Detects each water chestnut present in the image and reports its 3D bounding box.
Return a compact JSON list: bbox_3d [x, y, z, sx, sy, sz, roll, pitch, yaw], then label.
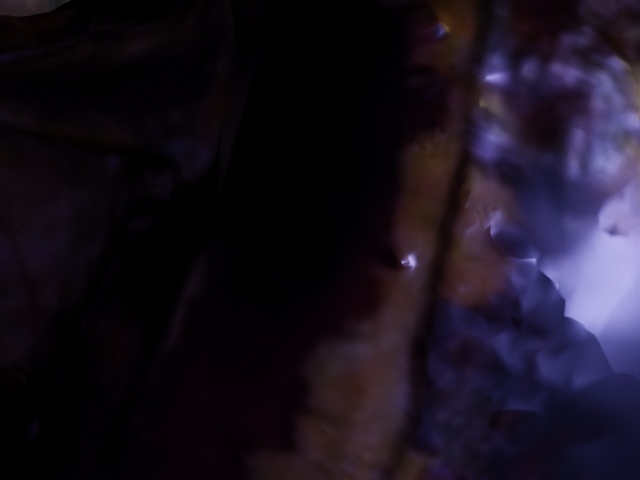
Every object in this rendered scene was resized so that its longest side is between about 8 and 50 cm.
[{"bbox_3d":[0.000,0.000,0.456,0.238,0.223,0.223,18,47,-27],"label":"water chestnut"}]
